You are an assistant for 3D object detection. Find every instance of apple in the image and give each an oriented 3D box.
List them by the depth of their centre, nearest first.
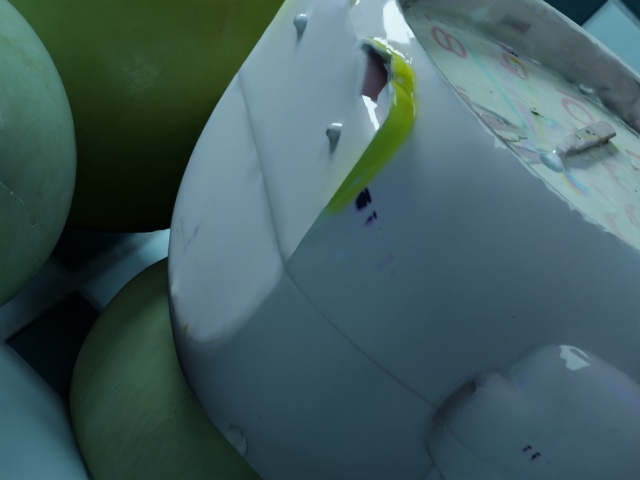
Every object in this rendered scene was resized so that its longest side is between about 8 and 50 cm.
[{"bbox_3d":[-0.130,-0.145,1.152,0.254,0.292,0.292,29,23,-14],"label":"apple"}]

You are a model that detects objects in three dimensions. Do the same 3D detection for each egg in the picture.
[{"bbox_3d":[-0.223,-0.053,0.935,0.186,0.186,0.253,28,19,-41],"label":"egg"}]

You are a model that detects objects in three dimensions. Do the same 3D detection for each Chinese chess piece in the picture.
[{"bbox_3d":[-0.024,0.122,1.102,0.270,0.112,0.270,38,21,-17],"label":"Chinese chess piece"}]

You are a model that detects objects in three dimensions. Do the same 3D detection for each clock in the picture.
[{"bbox_3d":[0.107,0.036,1.008,0.377,0.250,0.368,25,29,-27],"label":"clock"}]
